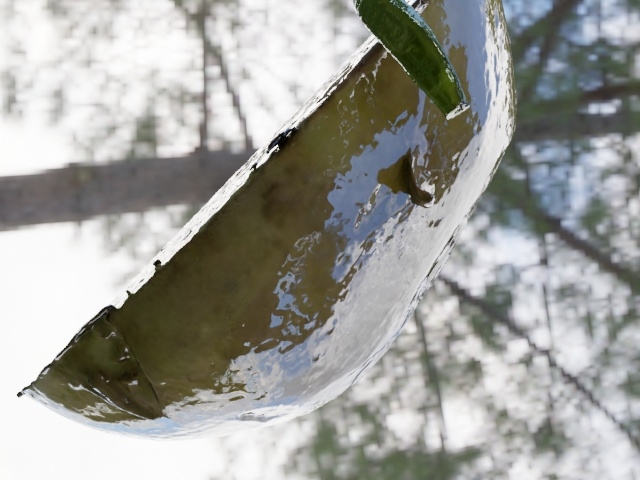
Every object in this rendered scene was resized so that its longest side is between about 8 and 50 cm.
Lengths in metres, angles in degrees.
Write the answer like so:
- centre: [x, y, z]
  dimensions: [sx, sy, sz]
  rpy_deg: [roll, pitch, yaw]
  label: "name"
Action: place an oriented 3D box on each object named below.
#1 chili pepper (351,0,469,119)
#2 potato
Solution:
- centre: [0.025, -0.070, 0.577]
  dimensions: [0.017, 0.030, 0.083]
  rpy_deg: [-48, -143, 21]
  label: "chili pepper"
- centre: [0.000, 0.000, 0.849]
  dimensions: [0.116, 0.239, 0.299]
  rpy_deg: [44, -86, 1]
  label: "potato"
